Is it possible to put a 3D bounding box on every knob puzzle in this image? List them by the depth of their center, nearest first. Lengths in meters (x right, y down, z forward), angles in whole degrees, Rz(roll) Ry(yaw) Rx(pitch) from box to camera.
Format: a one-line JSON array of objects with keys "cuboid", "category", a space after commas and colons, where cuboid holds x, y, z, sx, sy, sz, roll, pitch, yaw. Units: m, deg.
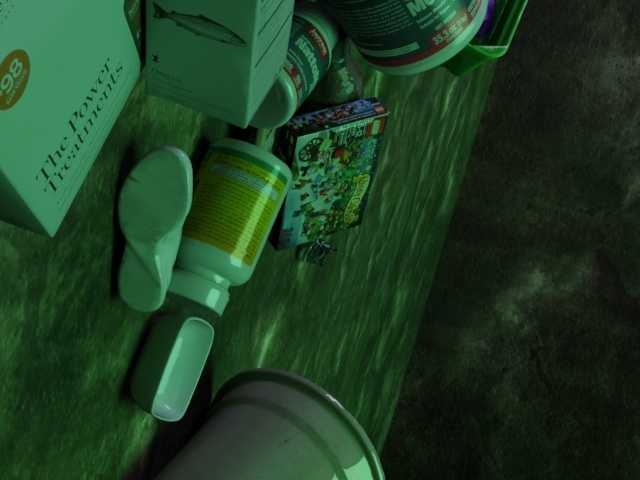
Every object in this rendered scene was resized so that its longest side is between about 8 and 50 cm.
[{"cuboid": [-0.081, -0.134, 1.565, 0.213, 0.030, 0.213, 16, 90, -85], "category": "knob puzzle"}]

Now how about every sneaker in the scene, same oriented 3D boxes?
[{"cuboid": [-0.189, -0.026, 1.279, 0.094, 0.080, 0.212, -69, 177, -59], "category": "sneaker"}, {"cuboid": [0.000, 0.000, 1.944, 0.038, 0.069, 0.098, -51, 155, -54], "category": "sneaker"}]

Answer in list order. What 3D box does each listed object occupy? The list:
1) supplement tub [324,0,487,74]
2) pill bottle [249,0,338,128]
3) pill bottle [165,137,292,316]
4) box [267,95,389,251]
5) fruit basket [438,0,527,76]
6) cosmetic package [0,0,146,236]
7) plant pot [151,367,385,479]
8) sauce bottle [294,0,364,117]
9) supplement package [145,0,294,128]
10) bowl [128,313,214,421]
[{"cuboid": [0.082, -0.364, 1.424, 0.272, 0.191, 0.191, 49, 57, -42], "category": "supplement tub"}, {"cuboid": [-0.047, -0.235, 1.434, 0.108, 0.108, 0.180, 94, 21, -43], "category": "pill bottle"}, {"cuboid": [-0.125, -0.015, 1.400, 0.117, 0.118, 0.208, 62, 49, -70], "category": "pill bottle"}, {"cuboid": [0.006, -0.098, 1.657, 0.159, 0.044, 0.233, -18, 142, -27], "category": "box"}, {"cuboid": [0.257, -0.520, 1.927, 0.392, 0.283, 0.392, -155, -90, -89], "category": "fruit basket"}, {"cuboid": [-0.204, -0.227, 0.884, 0.284, 0.097, 0.377, 77, 34, -68], "category": "cosmetic package"}, {"cuboid": [-0.123, 0.400, 1.602, 0.305, 0.334, 0.333, -32, 140, -49], "category": "plant pot"}, {"cuboid": [0.014, -0.209, 1.669, 0.344, 0.111, 0.111, 91, 23, -51], "category": "sauce bottle"}, {"cuboid": [-0.086, -0.207, 0.970, 0.179, 0.105, 0.105, 100, 13, -50], "category": "supplement package"}, {"cuboid": [-0.201, 0.164, 1.467, 0.142, 0.053, 0.142, 47, 63, -72], "category": "bowl"}]
